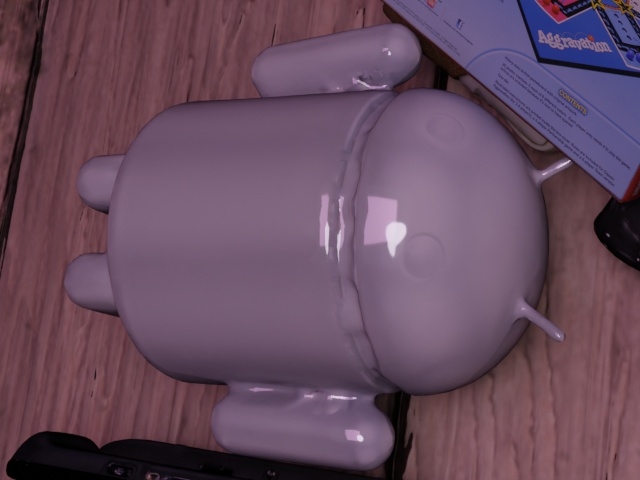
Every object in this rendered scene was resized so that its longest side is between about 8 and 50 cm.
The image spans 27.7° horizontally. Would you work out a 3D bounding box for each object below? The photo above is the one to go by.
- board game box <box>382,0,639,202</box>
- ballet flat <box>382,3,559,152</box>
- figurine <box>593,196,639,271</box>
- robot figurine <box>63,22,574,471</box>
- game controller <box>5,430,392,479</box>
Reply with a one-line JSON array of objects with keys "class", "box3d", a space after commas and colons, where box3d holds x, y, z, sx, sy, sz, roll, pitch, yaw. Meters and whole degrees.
[{"class": "board game box", "box3d": [0.122, -0.164, 0.804, 0.281, 0.027, 0.145, 47, 136, 32]}, {"class": "ballet flat", "box3d": [0.200, -0.121, 0.880, 0.342, 0.116, 0.124, 1, 93, 23]}, {"class": "figurine", "box3d": [0.244, -0.030, 0.743, 0.215, 0.092, 0.209, -61, 24, 27]}, {"class": "robot figurine", "box3d": [0.000, 0.000, 0.876, 0.353, 0.199, 0.300, 1, 82, 28]}, {"class": "game controller", "box3d": [-0.052, 0.178, 0.866, 0.319, 0.166, 0.067, 3, 82, 28]}]
